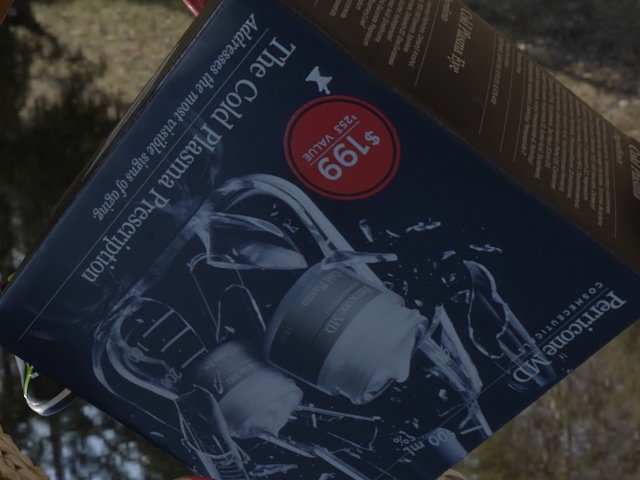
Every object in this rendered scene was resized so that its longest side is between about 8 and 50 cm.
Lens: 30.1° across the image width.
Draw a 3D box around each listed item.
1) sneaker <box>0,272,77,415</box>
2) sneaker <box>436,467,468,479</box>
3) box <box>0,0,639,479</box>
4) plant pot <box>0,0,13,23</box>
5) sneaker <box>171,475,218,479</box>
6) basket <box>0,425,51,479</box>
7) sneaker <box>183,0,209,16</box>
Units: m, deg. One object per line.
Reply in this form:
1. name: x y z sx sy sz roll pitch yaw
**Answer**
1. sneaker: -0.376 0.129 1.539 0.084 0.097 0.235 -36 -139 3
2. sneaker: 0.183 0.368 1.335 0.086 0.229 0.132 -41 176 8
3. box: 0.000 0.000 0.814 0.343 0.312 0.179 -47 -165 33
4. plant pot: -0.289 -0.214 0.667 0.290 0.291 0.203 -9 -177 -27
5. sneaker: -0.085 0.234 0.543 0.103 0.252 0.111 23 173 -16
6. basket: -0.366 0.317 0.921 0.266 0.331 0.328 21 -175 -45
7. sneaker: -0.046 -0.281 1.030 0.128 0.087 0.221 -25 -144 34
